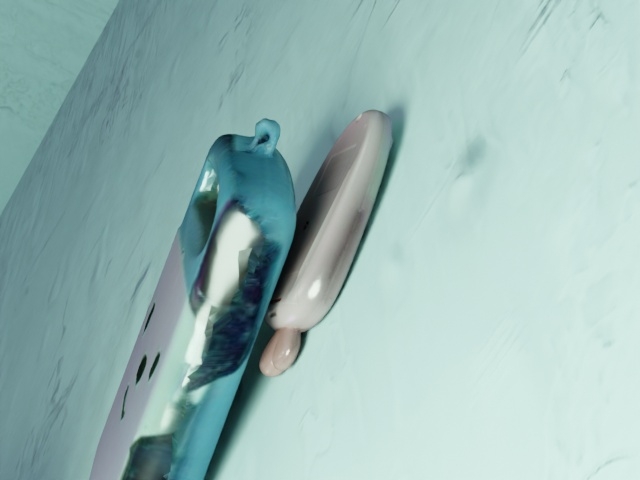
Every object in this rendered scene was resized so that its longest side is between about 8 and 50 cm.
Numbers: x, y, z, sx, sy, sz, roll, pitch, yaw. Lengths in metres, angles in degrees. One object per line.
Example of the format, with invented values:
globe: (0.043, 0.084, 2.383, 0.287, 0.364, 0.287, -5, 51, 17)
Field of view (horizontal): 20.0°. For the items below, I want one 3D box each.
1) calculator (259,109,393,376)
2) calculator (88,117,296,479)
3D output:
calculator: (0.000, 0.000, 1.041, 0.166, 0.024, 0.103, -68, 15, -13)
calculator: (-0.078, 0.064, 1.085, 0.173, 0.051, 0.293, -108, 38, -73)
